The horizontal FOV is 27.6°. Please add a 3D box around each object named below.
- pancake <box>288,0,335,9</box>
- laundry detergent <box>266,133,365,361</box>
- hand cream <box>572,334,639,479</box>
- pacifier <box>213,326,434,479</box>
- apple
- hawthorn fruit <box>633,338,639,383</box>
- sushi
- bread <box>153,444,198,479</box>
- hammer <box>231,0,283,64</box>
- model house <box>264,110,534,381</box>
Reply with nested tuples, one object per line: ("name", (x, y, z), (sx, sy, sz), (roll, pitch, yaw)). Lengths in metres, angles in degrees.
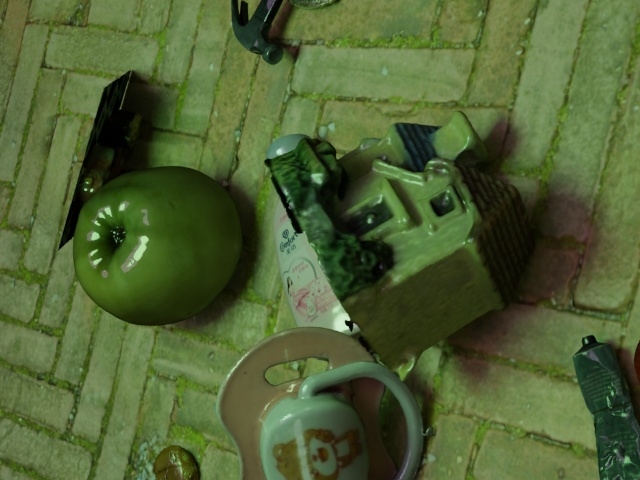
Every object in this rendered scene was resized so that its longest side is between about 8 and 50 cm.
("pancake", (-0.004, -0.427, 2.011), (0.158, 0.028, 0.158), (-8, 77, 39))
("laundry detergent", (0.000, 0.000, 1.904), (0.159, 0.088, 0.335), (-29, 65, 25))
("hand cream", (0.353, 0.235, 1.579), (0.075, 0.052, 0.248), (-22, 70, 38))
("pacifier", (-0.019, 0.271, 1.794), (0.273, 0.220, 0.332), (4, 110, 43))
("apple", (-0.255, 0.002, 2.029), (0.262, 0.262, 0.262), (-7, 79, 41))
("hawthorn fruit", (0.476, 0.137, 1.400), (0.243, 0.207, 0.207), (-33, 62, 19))
("sushi", (-0.352, -0.129, 2.187), (0.292, 0.059, 0.294), (-93, 20, -79))
("bread", (-0.232, 0.369, 2.084), (0.081, 0.046, 0.083), (0, 82, 39))
("hammer", (-0.049, -0.425, 2.007), (0.137, 0.037, 0.290), (40, 108, 40))
("model house", (0.111, -0.038, 1.680), (0.266, 0.261, 0.321), (-28, 53, 4))
